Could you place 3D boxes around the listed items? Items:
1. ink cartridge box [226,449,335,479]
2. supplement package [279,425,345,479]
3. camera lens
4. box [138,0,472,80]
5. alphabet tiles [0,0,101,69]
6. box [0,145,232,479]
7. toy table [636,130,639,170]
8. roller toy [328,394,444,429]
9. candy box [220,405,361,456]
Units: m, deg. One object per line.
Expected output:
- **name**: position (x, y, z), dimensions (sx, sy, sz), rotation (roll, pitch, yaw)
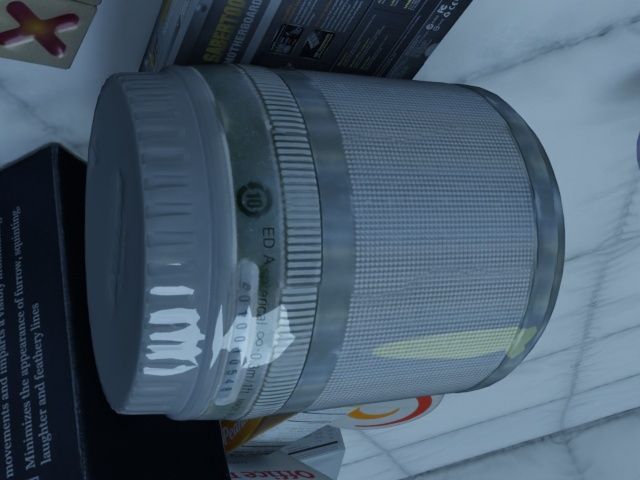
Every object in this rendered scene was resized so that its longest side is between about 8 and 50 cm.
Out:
- **ink cartridge box**: position (-0.211, 0.317, 0.934), dimensions (0.286, 0.166, 0.395), rotation (14, 179, -44)
- **supplement package**: position (-0.079, 0.357, 1.315), dimensions (0.204, 0.145, 0.261), rotation (-12, 152, -9)
- **camera lens**: position (0.000, 0.000, 0.491), dimensions (0.275, 0.219, 0.219), rotation (-1, 149, -26)
- **box**: position (-0.003, -0.159, 0.495), dimensions (0.183, 0.056, 0.231), rotation (2, 148, -28)
- **alphabet tiles**: position (-0.255, -0.165, 0.330), dimensions (0.343, 0.011, 0.285), rotation (3, 147, -38)
- **box**: position (-0.311, 0.154, 0.655), dimensions (0.396, 0.293, 0.212), rotation (-23, 151, 13)
- **toy table**: position (0.443, -0.112, 0.643), dimensions (0.274, 0.252, 0.161), rotation (-24, 170, -11)
- **roller toy**: position (0.068, 0.168, 1.042), dimensions (0.209, 0.146, 0.191), rotation (-17, 144, 14)
- **candy box**: position (-0.010, 0.106, 0.845), dimensions (0.088, 0.182, 0.316), rotation (15, 140, -43)
